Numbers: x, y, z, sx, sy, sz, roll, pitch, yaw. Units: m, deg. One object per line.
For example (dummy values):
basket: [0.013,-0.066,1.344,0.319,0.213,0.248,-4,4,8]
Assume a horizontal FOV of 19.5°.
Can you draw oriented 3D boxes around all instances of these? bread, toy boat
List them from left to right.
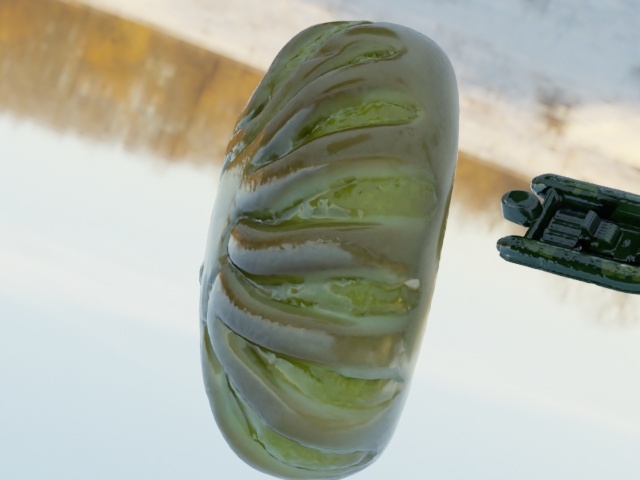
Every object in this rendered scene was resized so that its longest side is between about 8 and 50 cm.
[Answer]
bread: [0.000,0.000,1.309,0.160,0.333,0.333,10,-174,-4]
toy boat: [0.250,-0.003,1.571,0.210,0.104,0.052,15,143,28]
